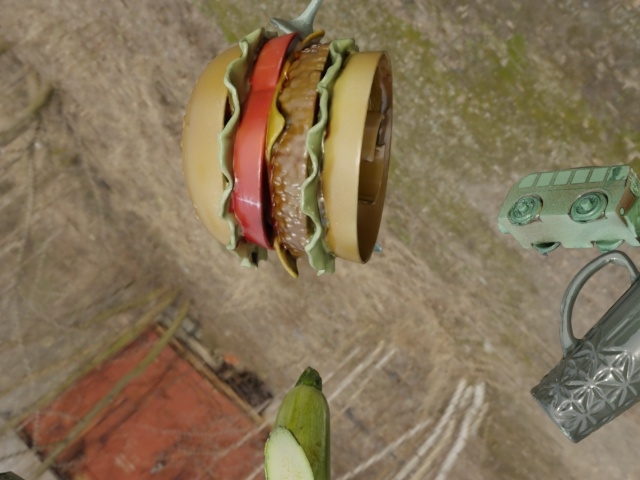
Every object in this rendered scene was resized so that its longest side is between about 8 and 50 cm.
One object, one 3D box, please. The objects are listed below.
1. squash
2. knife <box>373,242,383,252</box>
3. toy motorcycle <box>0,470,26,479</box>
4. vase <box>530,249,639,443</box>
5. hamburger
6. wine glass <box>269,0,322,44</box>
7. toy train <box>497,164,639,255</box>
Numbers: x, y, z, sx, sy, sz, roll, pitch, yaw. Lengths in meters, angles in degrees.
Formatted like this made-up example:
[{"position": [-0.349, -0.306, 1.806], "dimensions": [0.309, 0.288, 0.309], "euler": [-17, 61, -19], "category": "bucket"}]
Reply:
[{"position": [-0.026, 0.230, 1.088], "dimensions": [0.075, 0.200, 0.090], "euler": [11, 144, -15], "category": "squash"}, {"position": [0.000, 0.000, 1.424], "dimensions": [0.015, 0.210, 0.028], "euler": [150, 121, -65], "category": "knife"}, {"position": [-0.508, 0.417, 1.362], "dimensions": [0.205, 0.275, 0.127], "euler": [2, -164, -45], "category": "toy motorcycle"}, {"position": [0.447, 0.156, 1.370], "dimensions": [0.251, 0.301, 0.156], "euler": [50, -174, 19], "category": "vase"}, {"position": [-0.040, -0.098, 1.013], "dimensions": [0.212, 0.274, 0.274], "euler": [7, 153, 11], "category": "hamburger"}, {"position": [-0.012, -0.445, 1.294], "dimensions": [0.264, 0.309, 0.096], "euler": [13, -155, -48], "category": "wine glass"}, {"position": [0.502, -0.062, 1.858], "dimensions": [0.326, 0.159, 0.129], "euler": [-3, 140, 51], "category": "toy train"}]
